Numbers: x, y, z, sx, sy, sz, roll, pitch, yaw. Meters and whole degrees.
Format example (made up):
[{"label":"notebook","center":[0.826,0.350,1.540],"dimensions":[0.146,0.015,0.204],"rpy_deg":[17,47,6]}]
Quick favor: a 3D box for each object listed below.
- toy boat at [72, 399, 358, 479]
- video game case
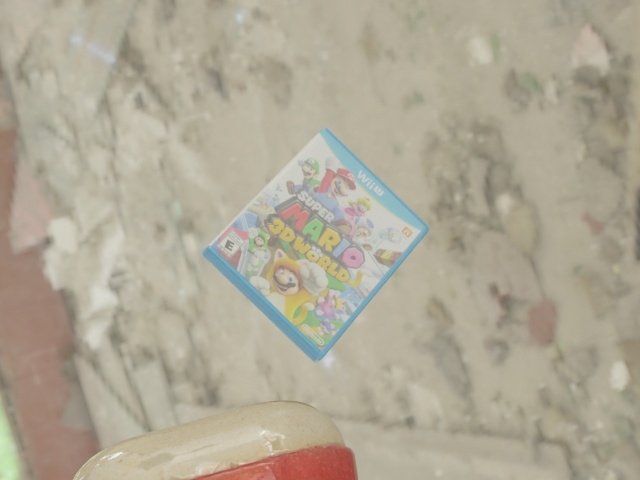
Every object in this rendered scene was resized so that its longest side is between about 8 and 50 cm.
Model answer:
[{"label":"toy boat","center":[-0.051,0.185,0.815],"dimensions":[0.231,0.151,0.151],"rpy_deg":[112,143,-68]},{"label":"video game case","center":[0.000,0.000,1.176],"dimensions":[0.119,0.166,0.015],"rpy_deg":[44,141,-2]}]
